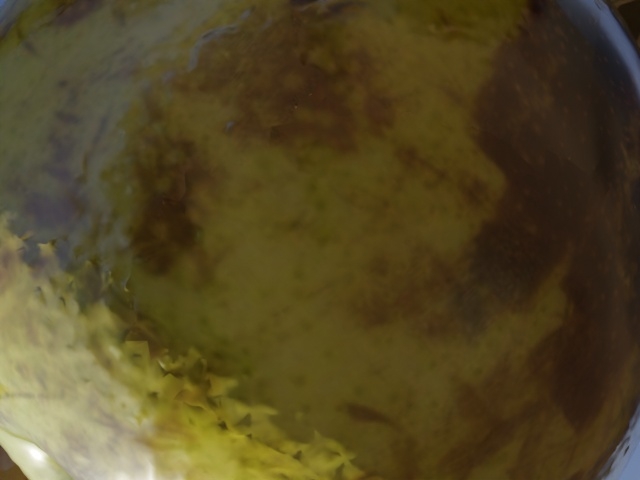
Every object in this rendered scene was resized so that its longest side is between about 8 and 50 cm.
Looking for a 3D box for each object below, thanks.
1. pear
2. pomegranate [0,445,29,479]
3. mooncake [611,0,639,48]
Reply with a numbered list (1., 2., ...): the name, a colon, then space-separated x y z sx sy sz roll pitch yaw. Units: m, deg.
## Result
1. pear: 0.000 0.000 0.556 0.283 0.283 0.284 -14 -68 -39
2. pomegranate: -0.086 0.120 0.821 0.270 0.229 0.252 46 -104 -22
3. mooncake: 0.272 -0.114 1.120 0.161 0.290 0.290 -24 -56 4
